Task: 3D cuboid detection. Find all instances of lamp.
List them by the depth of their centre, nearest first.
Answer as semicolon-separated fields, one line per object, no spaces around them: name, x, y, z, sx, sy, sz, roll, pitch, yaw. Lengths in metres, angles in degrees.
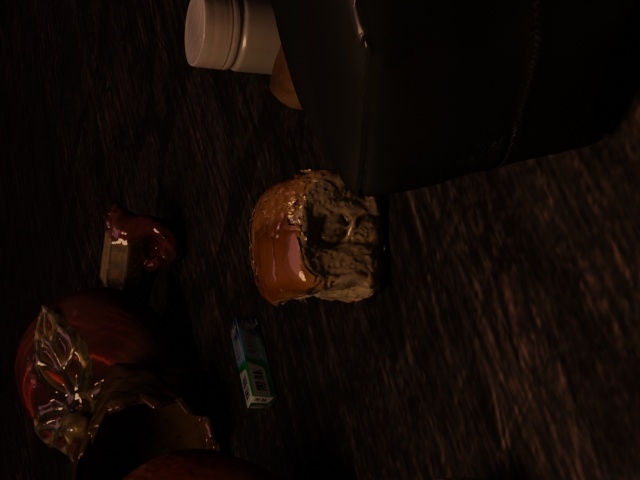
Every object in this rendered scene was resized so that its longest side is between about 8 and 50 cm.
lamp;-0.203;0.093;1.545;0.223;0.151;0.215;-111;33;-57

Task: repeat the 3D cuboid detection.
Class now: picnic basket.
picnic basket;-0.141;0.190;1.386;0.178;0.128;0.137;-87;4;-66

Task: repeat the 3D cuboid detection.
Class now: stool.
stool;0.050;-0.141;0.772;0.232;0.141;0.232;168;90;-83

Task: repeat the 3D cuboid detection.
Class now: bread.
bread;-0.002;0.000;1.074;0.070;0.077;0.083;141;130;-70

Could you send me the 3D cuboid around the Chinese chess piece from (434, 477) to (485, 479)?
Chinese chess piece;0.074;0.194;0.860;0.144;0.058;0.144;-176;90;-73

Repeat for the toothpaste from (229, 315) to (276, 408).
toothpaste;-0.052;0.094;1.303;0.083;0.020;0.017;-107;30;-44

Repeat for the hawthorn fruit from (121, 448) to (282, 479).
hawthorn fruit;-0.083;0.229;1.148;0.251;0.199;0.199;-121;36;-77

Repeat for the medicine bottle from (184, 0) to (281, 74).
medicine bottle;-0.048;-0.149;1.207;0.057;0.089;0.057;-178;90;-70

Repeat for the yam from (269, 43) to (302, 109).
yam;0.026;-0.209;1.064;0.045;0.045;0.327;54;144;26
